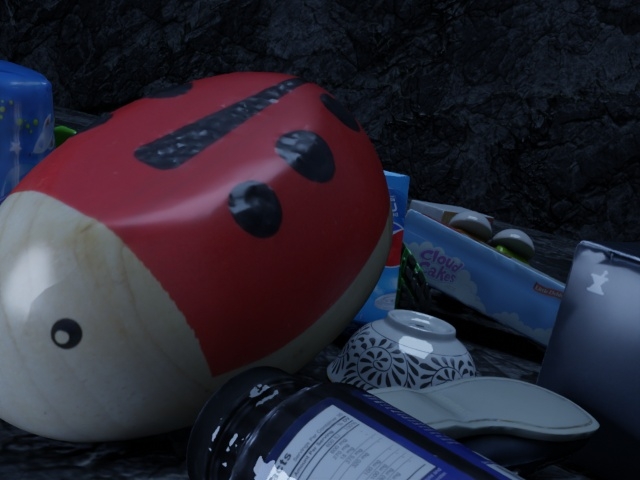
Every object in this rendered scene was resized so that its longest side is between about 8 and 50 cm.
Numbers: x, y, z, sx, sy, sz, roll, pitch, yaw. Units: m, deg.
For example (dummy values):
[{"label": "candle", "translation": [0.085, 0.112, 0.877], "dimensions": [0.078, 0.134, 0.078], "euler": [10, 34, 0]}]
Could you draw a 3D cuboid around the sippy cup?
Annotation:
[{"label": "sippy cup", "translation": [-0.377, -0.076, 0.842], "dimensions": [0.239, 0.224, 0.305], "euler": [9, 15, -14]}]

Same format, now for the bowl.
[{"label": "bowl", "translation": [0.097, 0.122, 0.854], "dimensions": [0.170, 0.080, 0.170], "euler": [12, 9, -2]}]

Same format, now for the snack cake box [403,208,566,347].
[{"label": "snack cake box", "translation": [0.238, 0.052, 1.189], "dimensions": [0.264, 0.089, 0.152], "euler": [28, 8, 14]}]

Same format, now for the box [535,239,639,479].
[{"label": "box", "translation": [0.444, 0.141, 0.833], "dimensions": [0.293, 0.212, 0.395], "euler": [22, 12, 38]}]

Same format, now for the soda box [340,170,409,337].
[{"label": "soda box", "translation": [0.062, 0.017, 1.021], "dimensions": [0.067, 0.210, 0.071], "euler": [12, -25, -7]}]

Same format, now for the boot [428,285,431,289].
[{"label": "boot", "translation": [0.123, 0.055, 1.328], "dimensions": [0.152, 0.073, 0.197], "euler": [28, 21, -25]}]

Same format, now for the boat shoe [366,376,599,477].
[{"label": "boat shoe", "translation": [0.121, 0.165, 0.643], "dimensions": [0.254, 0.079, 0.095], "euler": [3, 16, -38]}]

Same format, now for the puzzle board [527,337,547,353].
[{"label": "puzzle board", "translation": [0.373, 0.171, 1.165], "dimensions": [0.096, 0.011, 0.128], "euler": [8, 10, -25]}]

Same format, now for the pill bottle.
[{"label": "pill bottle", "translation": [0.026, 0.153, 0.444], "dimensions": [0.122, 0.123, 0.219], "euler": [4, 13, -46]}]

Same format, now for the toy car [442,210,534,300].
[{"label": "toy car", "translation": [0.267, 0.053, 1.371], "dimensions": [0.181, 0.159, 0.136], "euler": [22, -31, -5]}]

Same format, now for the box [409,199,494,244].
[{"label": "box", "translation": [0.258, -0.005, 1.663], "dimensions": [0.170, 0.130, 0.091], "euler": [4, 12, -42]}]

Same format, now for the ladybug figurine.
[{"label": "ladybug figurine", "translation": [-0.102, -0.024, 0.692], "dimensions": [0.305, 0.162, 0.449], "euler": [24, 42, 22]}]

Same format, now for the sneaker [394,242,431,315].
[{"label": "sneaker", "translation": [0.014, 0.023, 1.166], "dimensions": [0.343, 0.134, 0.146], "euler": [29, -5, 26]}]
